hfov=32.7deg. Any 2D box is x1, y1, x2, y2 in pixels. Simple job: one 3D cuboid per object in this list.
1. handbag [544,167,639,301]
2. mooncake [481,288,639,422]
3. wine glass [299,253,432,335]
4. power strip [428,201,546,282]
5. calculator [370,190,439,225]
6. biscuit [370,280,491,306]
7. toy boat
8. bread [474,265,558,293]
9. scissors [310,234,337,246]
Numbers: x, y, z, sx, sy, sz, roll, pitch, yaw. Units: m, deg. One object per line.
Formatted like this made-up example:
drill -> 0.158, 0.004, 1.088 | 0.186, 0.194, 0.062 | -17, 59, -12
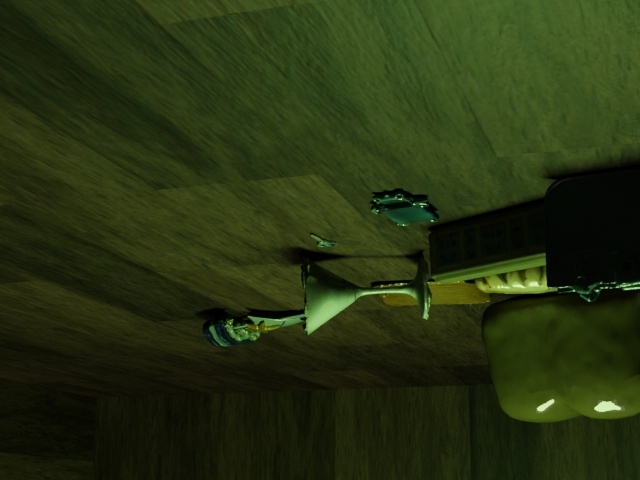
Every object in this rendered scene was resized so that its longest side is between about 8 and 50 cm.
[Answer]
handbag -> 0.425, -0.009, 1.496 | 0.229, 0.179, 0.062 | -6, 165, 29
mooncake -> 0.536, 0.211, 2.080 | 0.467, 0.262, 0.467 | -5, 175, 0
wine glass -> 0.081, 0.094, 1.984 | 0.232, 0.156, 0.156 | -3, 166, 0
power strip -> 0.318, -0.005, 1.681 | 0.066, 0.092, 0.387 | 10, 162, -43
calculator -> 0.127, -0.049, 1.661 | 0.094, 0.019, 0.141 | -7, 162, 25
biscuit -> 0.237, 0.111, 2.296 | 0.236, 0.013, 0.232 | -3, 165, 11
toy boat -> -0.120, 0.187, 2.557 | 0.291, 0.067, 0.220 | -15, 163, 13
bread -> 0.359, 0.053, 1.915 | 0.177, 0.084, 0.119 | -6, 172, 16
scissors -> 0.000, 0.000, 1.876 | 0.036, 0.006, 0.083 | -4, 165, 23
